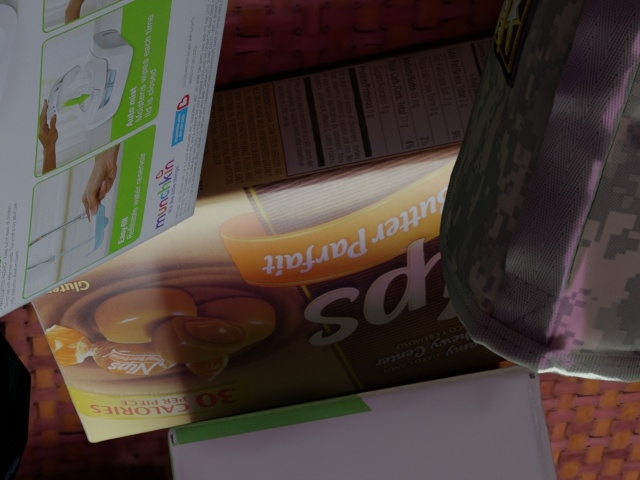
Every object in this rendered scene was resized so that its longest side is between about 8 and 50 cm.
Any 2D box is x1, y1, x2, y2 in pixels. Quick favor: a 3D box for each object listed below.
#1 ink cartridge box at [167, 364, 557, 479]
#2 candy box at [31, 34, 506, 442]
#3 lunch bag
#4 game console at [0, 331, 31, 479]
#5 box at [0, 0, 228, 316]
[{"bbox_3d":[0.029,0.147,1.087,0.198,0.115,0.273,-10,174,1],"label":"ink cartridge box"},{"bbox_3d":[0.000,0.000,1.036,0.316,0.087,0.183,-12,138,1],"label":"candy box"},{"bbox_3d":[0.162,-0.080,0.794,0.287,0.169,0.235,-12,125,-57],"label":"lunch bag"},{"bbox_3d":[-0.258,0.223,1.028,0.044,0.361,0.213,25,162,3],"label":"game console"},{"bbox_3d":[-0.161,-0.086,0.807,0.231,0.127,0.262,-30,149,-33],"label":"box"}]
